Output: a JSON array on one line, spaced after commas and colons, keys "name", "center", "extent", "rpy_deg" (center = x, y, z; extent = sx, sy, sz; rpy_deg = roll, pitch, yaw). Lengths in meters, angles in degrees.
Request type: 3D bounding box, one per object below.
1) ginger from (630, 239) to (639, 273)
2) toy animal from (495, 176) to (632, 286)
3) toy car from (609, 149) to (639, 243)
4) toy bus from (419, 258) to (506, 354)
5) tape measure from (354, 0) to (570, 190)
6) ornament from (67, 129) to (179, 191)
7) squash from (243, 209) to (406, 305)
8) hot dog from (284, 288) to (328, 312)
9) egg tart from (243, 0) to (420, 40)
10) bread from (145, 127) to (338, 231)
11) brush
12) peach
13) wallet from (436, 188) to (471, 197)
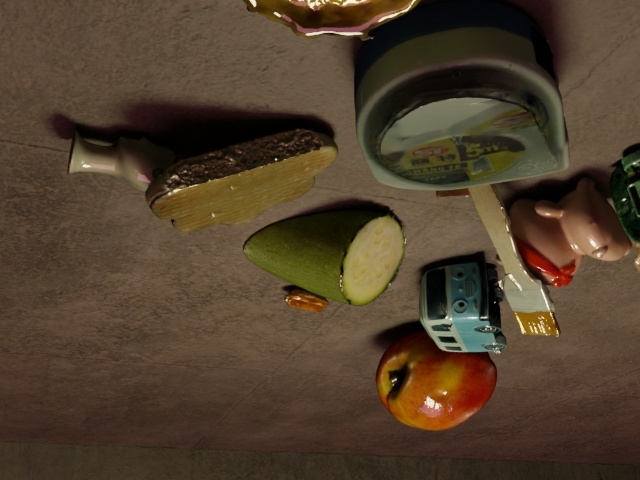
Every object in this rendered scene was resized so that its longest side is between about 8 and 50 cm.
[{"name": "ginger", "center": [0.623, 0.015, 1.559], "extent": [0.089, 0.075, 0.288], "rpy_deg": [-19, 146, 21]}, {"name": "toy animal", "center": [0.401, -0.001, 1.409], "extent": [0.198, 0.171, 0.171], "rpy_deg": [-28, 145, 29]}, {"name": "toy car", "center": [0.583, -0.101, 1.235], "extent": [0.125, 0.136, 0.306], "rpy_deg": [2, 156, -41]}, {"name": "toy bus", "center": [0.288, 0.142, 1.717], "extent": [0.165, 0.133, 0.271], "rpy_deg": [-5, 157, 16]}, {"name": "tape measure", "center": [0.173, -0.170, 1.047], "extent": [0.259, 0.138, 0.262], "rpy_deg": [-10, 153, 13]}, {"name": "ornament", "center": [-0.278, -0.114, 1.201], "extent": [0.156, 0.075, 0.081], "rpy_deg": [10, 115, -20]}, {"name": "squash", "center": [0.000, 0.000, 1.521], "extent": [0.261, 0.189, 0.189], "rpy_deg": [24, 174, 39]}, {"name": "hot dog", "center": [-0.029, 0.124, 1.767], "extent": [0.049, 0.037, 0.122], "rpy_deg": [-32, 148, 28]}, {"name": "egg tart", "center": [0.017, -0.302, 0.768], "extent": [0.346, 0.132, 0.345], "rpy_deg": [-3, 152, -1]}, {"name": "bread", "center": [-0.119, -0.083, 1.233], "extent": [0.287, 0.056, 0.207], "rpy_deg": [-15, 163, -18]}, {"name": "brush", "center": [0.308, 0.028, 1.353], "extent": [0.085, 0.020, 0.336], "rpy_deg": [-3, 127, 38]}, {"name": "peach", "center": [0.276, 0.332, 1.990], "extent": [0.281, 0.238, 0.281], "rpy_deg": [-14, 135, -14]}, {"name": "wallet", "center": [0.218, -0.115, 1.292], "extent": [0.095, 0.026, 0.176], "rpy_deg": [-2, 153, 13]}]
